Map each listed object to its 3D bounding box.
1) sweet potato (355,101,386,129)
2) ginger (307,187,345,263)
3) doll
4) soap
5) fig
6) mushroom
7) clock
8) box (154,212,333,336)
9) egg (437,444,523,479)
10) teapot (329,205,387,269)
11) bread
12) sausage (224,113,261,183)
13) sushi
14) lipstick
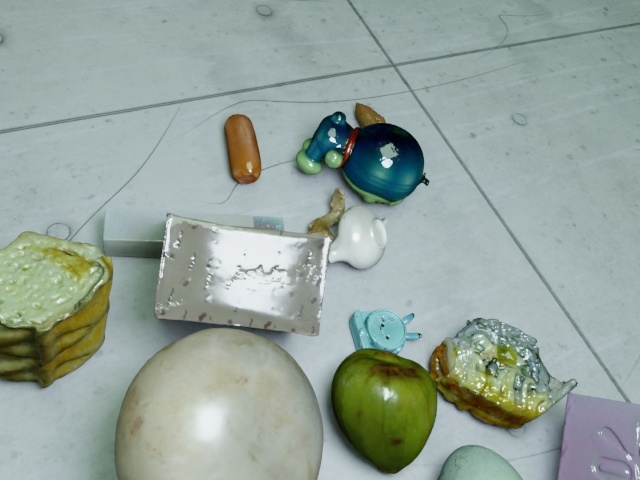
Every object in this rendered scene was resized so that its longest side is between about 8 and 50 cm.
[{"bbox_3d":[0.149,-0.294,1.574,0.068,0.060,0.206,-27,77,7],"label":"sweet potato"},{"bbox_3d":[0.000,0.000,1.332,0.089,0.075,0.288,15,57,21],"label":"ginger"},{"bbox_3d":[0.112,-0.199,1.416,0.321,0.186,0.199,21,36,-4],"label":"doll"},{"bbox_3d":[0.579,0.443,1.051,0.107,0.285,0.297,25,70,-41],"label":"soap"},{"bbox_3d":[0.113,0.322,1.104,0.202,0.203,0.226,1,95,-16],"label":"fig"},{"bbox_3d":[-0.172,0.330,0.977,0.362,0.294,0.363,20,60,-40],"label":"mushroom"},{"bbox_3d":[0.141,0.194,1.265,0.147,0.045,0.108,-6,61,-20],"label":"clock"},{"bbox_3d":[-0.152,0.064,1.115,0.296,0.225,0.191,7,86,-15],"label":"box"},{"bbox_3d":[0.297,0.485,1.049,0.168,0.169,0.237,-8,55,-21],"label":"egg"},{"bbox_3d":[0.101,-0.011,1.340,0.226,0.092,0.145,-35,112,-54],"label":"teapot"},{"bbox_3d":[-0.478,0.121,1.003,0.238,0.252,0.196,10,55,-7],"label":"bread"},{"bbox_3d":[-0.187,-0.225,1.419,0.076,0.076,0.198,-3,58,-18],"label":"sausage"},{"bbox_3d":[0.368,0.279,1.221,0.274,0.139,0.184,29,56,1],"label":"sushi"},{"bbox_3d":[-0.264,-0.009,1.255,0.370,0.076,0.080,2,60,-15],"label":"lipstick"}]
